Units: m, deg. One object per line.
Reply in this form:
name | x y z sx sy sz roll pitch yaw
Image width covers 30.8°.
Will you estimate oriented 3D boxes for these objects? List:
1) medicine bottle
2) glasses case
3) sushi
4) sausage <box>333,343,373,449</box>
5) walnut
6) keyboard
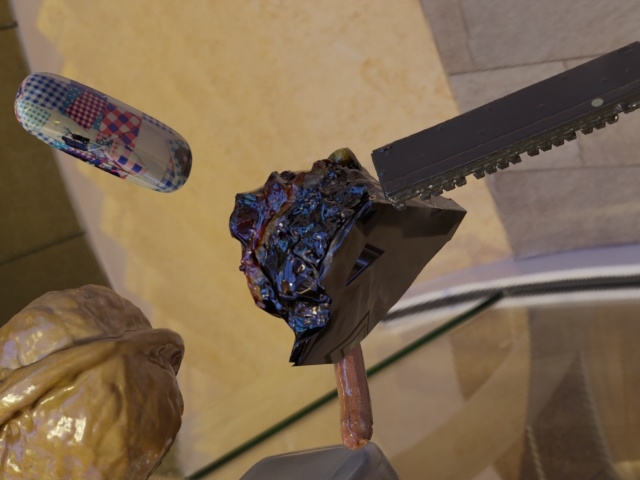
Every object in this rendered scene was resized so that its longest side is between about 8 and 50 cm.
medicine bottle | -0.047 0.433 1.813 0.123 0.282 0.375 53 146 -10
glasses case | -0.369 -0.186 2.005 0.076 0.327 0.125 -38 36 43
sushi | 0.000 0.000 1.067 0.150 0.153 0.172 42 114 33
sausage | 0.032 0.157 1.353 0.043 0.043 0.186 124 147 -43
walnut | -0.250 0.164 1.232 0.257 0.257 0.224 -47 65 45
keyboard | 0.152 -0.089 0.896 0.072 0.231 0.023 -104 -10 -52
